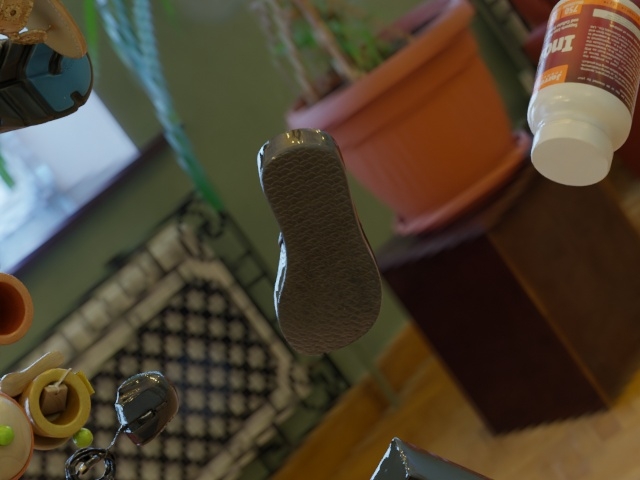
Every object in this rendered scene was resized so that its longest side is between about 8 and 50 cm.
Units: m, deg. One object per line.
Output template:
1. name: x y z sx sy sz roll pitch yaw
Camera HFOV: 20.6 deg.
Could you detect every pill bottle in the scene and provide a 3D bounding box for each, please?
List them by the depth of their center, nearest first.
1. pill bottle: 0.218 -0.124 1.447 0.086 0.086 0.152 -23 41 45

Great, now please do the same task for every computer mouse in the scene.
1. computer mouse: -0.217 0.214 1.980 0.041 0.071 0.242 -15 18 26

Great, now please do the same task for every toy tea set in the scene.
1. toy tea set: -0.338 0.087 1.682 0.200 0.336 0.124 -38 12 -37

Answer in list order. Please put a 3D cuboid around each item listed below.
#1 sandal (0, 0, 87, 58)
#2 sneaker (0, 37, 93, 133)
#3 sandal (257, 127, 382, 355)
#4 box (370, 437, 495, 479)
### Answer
1. sandal: -0.325 -0.242 1.704 0.088 0.240 0.079 7 52 42
2. sneaker: -0.410 -0.136 1.816 0.340 0.125 0.139 -9 1 -24
3. sandal: 0.001 -0.001 1.544 0.097 0.255 0.054 -8 41 -3
4. box: 0.163 0.370 2.047 0.184 0.261 0.103 -62 16 12
